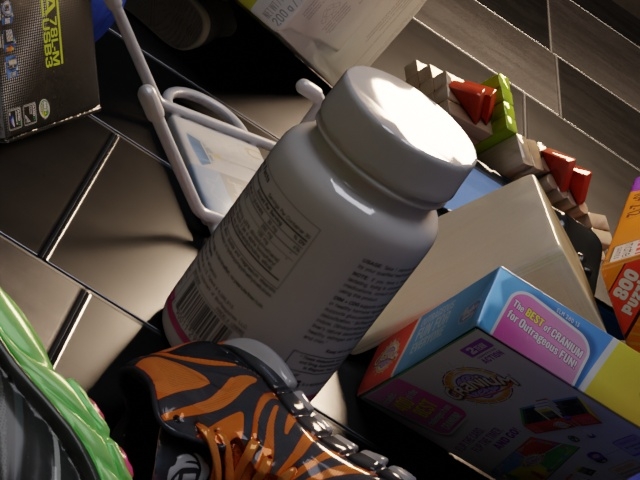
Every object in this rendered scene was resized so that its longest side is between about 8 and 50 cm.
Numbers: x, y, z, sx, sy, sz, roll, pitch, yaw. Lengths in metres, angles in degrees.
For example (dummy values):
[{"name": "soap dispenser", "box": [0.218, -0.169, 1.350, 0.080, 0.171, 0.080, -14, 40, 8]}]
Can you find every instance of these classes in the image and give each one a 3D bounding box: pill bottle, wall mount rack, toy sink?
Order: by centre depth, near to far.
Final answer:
[{"name": "pill bottle", "box": [0.000, 0.000, 1.451, 0.160, 0.283, 0.160, 30, 24, -15]}, {"name": "toy sink", "box": [0.148, 0.065, 1.692, 0.131, 0.234, 0.152, 59, 11, -28]}, {"name": "wall mount rack", "box": [-0.103, -0.113, 1.711, 0.304, 0.130, 0.350, 20, 28, -33]}]

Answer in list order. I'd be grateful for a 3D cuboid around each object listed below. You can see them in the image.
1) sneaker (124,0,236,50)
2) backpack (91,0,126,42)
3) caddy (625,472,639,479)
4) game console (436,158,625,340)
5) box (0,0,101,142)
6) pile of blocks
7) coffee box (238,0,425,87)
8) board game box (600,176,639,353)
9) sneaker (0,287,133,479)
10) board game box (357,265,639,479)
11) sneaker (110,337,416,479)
[{"name": "sneaker", "box": [-0.201, -0.315, 2.033, 0.222, 0.083, 0.118, 49, 20, 6]}, {"name": "backpack", "box": [-0.264, -0.273, 1.829, 0.101, 0.098, 0.120, 10, 34, -52]}, {"name": "caddy", "box": [0.305, 0.298, 1.320, 0.341, 0.179, 0.241, 33, 34, -59]}, {"name": "game console", "box": [0.229, -0.014, 1.908, 0.293, 0.173, 0.250, 31, 48, -14]}, {"name": "box", "box": [-0.274, -0.200, 1.592, 0.045, 0.190, 0.184, 2, 13, 23]}, {"name": "pile of blocks", "box": [0.260, -0.108, 2.101, 0.362, 0.113, 0.149, 43, 40, -24]}, {"name": "coffee box", "box": [-0.018, -0.439, 2.064, 0.334, 0.337, 0.338, 43, 5, 16]}, {"name": "board game box", "box": [0.540, 0.086, 1.782, 0.356, 0.357, 0.356, 68, 21, -10]}, {"name": "sneaker", "box": [-0.301, 0.059, 1.019, 0.483, 0.185, 0.202, 49, 38, 12]}, {"name": "board game box", "box": [0.222, 0.164, 1.522, 0.317, 0.242, 0.064, 32, 61, -11]}, {"name": "sneaker", "box": [-0.046, 0.196, 1.260, 0.321, 0.124, 0.180, 39, 25, 33]}]
